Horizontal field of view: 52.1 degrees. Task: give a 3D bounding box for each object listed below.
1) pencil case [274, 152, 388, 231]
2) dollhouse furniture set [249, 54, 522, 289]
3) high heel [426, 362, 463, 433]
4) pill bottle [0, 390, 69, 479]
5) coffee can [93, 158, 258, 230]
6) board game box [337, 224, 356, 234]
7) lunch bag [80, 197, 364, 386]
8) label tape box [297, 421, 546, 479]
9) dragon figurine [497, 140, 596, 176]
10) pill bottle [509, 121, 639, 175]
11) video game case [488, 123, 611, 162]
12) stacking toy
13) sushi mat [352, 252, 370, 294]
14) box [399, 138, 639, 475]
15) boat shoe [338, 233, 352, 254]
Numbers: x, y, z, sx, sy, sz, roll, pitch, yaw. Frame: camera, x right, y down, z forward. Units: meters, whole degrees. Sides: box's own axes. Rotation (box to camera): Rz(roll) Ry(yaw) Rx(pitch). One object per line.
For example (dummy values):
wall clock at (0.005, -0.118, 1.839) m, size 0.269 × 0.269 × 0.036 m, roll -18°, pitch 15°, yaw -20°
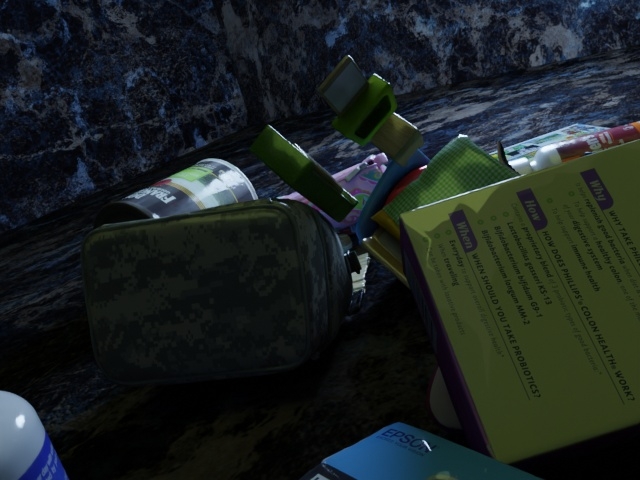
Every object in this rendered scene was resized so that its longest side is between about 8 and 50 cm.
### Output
pencil case at (0.009, -0.065, 1.237) m, size 0.284 × 0.124 × 0.124 m, roll -23°, pitch 16°, yaw 9°
dollhouse furniture set at (0.095, -0.083, 0.816) m, size 0.197 × 0.151 × 0.301 m, roll -49°, pitch 58°, yaw 3°
high heel at (0.261, 0.089, 0.692) m, size 0.377 × 0.127 × 0.181 m, roll -31°, pitch -21°, yaw -11°
pill bottle at (-0.245, 0.200, 0.444) m, size 0.152 × 0.272 × 0.152 m, roll -15°, pitch 17°, yaw 5°
coffee can at (-0.279, -0.028, 1.312) m, size 0.202 × 0.201 × 0.275 m, roll -5°, pitch 20°, yaw 33°
board game box at (0.062, -0.068, 1.410) m, size 0.145 × 0.027 × 0.281 m, roll -9°, pitch 19°, yaw 20°
lunch bag at (-0.114, 0.061, 0.868) m, size 0.305 × 0.212 × 0.256 m, roll -9°, pitch 2°, yaw 14°
label tape box at (0.008, 0.252, 0.326) m, size 0.348 × 0.115 × 0.249 m, roll -25°, pitch 19°, yaw -33°
dragon figurine at (0.371, -0.063, 0.906) m, size 0.144 × 0.085 × 0.289 m, roll -26°, pitch 40°, yaw -5°
pill bottle at (0.409, -0.102, 1.026) m, size 0.221 × 0.121 × 0.121 m, roll -14°, pitch 17°, yaw 8°
video game case at (0.453, -0.157, 1.306) m, size 0.329 × 0.036 × 0.300 m, roll -19°, pitch 17°, yaw -6°
stacking toy at (0.211, 0.002, 0.889) m, size 0.302 × 0.175 × 0.165 m, roll 28°, pitch 89°, yaw 44°
sushi mat at (-0.075, 0.087, 1.070) m, size 0.317 × 0.019 × 0.151 m, roll -14°, pitch 18°, yaw 10°
box at (0.213, 0.056, 0.539) m, size 0.243 × 0.117 × 0.213 m, roll -18°, pitch 61°, yaw 0°
boat shoe at (0.000, 0.000, 1.133) m, size 0.068 × 0.072 × 0.190 m, roll -13°, pitch 4°, yaw 26°
